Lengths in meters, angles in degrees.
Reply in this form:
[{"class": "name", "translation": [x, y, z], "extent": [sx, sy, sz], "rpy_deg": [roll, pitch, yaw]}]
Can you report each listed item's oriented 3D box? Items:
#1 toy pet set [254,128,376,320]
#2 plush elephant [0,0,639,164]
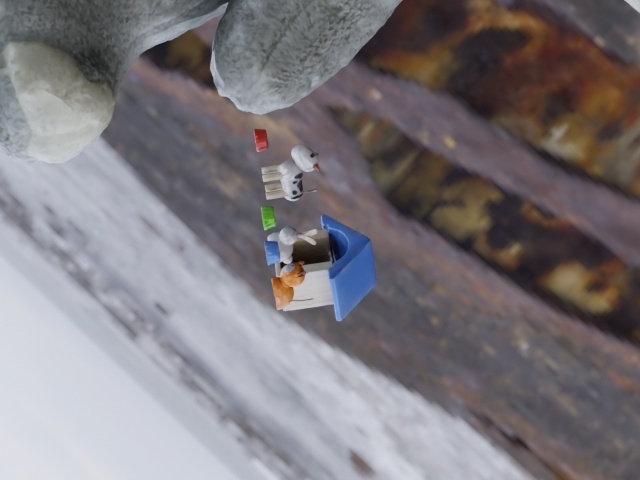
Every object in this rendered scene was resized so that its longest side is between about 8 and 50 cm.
[{"class": "toy pet set", "translation": [0.000, 0.000, 1.096], "extent": [0.122, 0.065, 0.114], "rpy_deg": [-97, -2, -45]}, {"class": "plush elephant", "translation": [0.027, -0.173, 0.536], "extent": [0.255, 0.330, 0.272], "rpy_deg": [17, 121, 59]}]
